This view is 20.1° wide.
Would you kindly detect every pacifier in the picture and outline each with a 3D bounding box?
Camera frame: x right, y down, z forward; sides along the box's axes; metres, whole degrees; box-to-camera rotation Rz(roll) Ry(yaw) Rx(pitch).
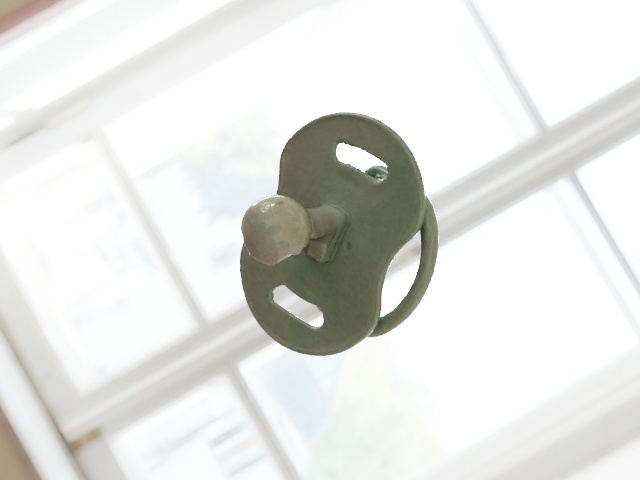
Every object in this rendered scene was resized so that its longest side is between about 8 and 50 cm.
[{"bbox_3d":[0.000,0.000,1.055,0.127,0.150,0.117,37,16,24],"label":"pacifier"}]
